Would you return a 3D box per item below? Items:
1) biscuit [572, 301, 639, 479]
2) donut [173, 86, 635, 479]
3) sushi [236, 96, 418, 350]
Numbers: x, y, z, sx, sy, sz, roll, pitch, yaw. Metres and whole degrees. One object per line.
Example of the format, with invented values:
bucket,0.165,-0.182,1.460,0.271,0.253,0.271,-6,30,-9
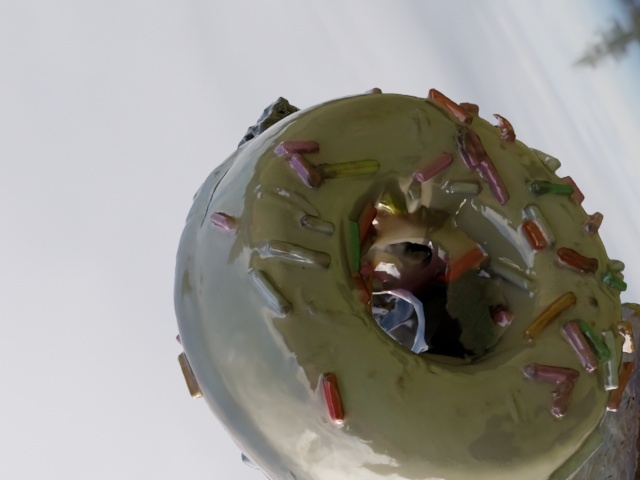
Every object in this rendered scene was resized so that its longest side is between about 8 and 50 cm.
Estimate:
biscuit,0.288,0.180,1.804,0.029,0.118,0.247,17,-108,-27
donut,0.076,0.048,1.414,0.382,0.142,0.383,12,-121,-20
sushi,-0.001,-0.002,2.261,0.294,0.281,0.299,23,-170,-9
